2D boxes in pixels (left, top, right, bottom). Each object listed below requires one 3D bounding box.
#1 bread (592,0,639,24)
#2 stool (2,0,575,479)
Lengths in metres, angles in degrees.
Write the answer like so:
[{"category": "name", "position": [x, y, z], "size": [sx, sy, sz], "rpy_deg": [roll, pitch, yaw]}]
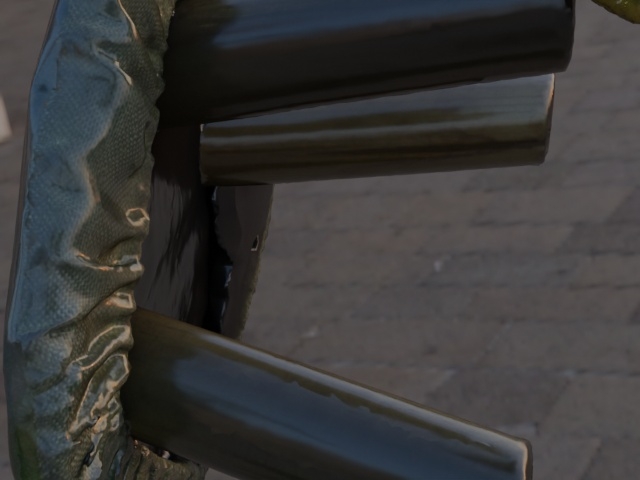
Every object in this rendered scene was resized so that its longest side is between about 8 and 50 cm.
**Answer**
[{"category": "bread", "position": [0.120, -0.169, 0.536], "size": [0.065, 0.188, 0.149], "rpy_deg": [-1, 53, 46]}, {"category": "stool", "position": [0.000, 0.000, 0.723], "size": [0.226, 0.310, 0.310], "rpy_deg": [5, -7, 6]}]
